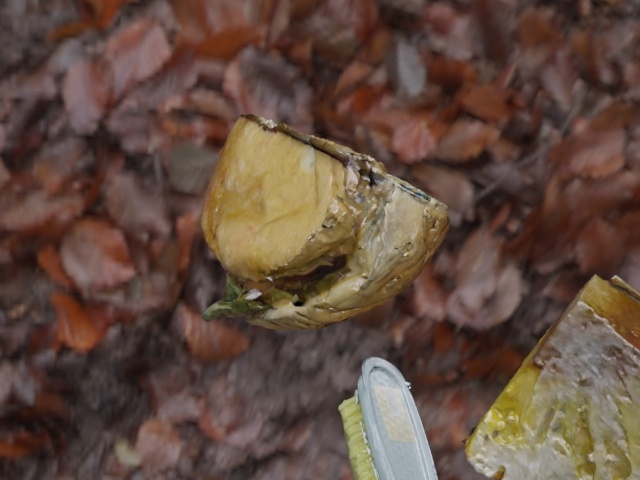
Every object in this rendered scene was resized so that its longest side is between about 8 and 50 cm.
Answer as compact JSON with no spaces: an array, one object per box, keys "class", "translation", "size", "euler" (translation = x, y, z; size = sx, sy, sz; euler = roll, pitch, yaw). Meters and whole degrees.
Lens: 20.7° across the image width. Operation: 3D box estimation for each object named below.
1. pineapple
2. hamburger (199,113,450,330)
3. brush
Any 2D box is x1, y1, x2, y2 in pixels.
[{"class":"pineapple","translation":[0.212,0.120,1.263],"size":[0.236,0.114,0.186],"euler":[-2,106,13]},{"class":"hamburger","translation":[-0.004,0.005,0.842],"size":[0.087,0.176,0.102],"euler":[22,91,-28]},{"class":"brush","translation":[0.067,0.231,1.371],"size":[0.068,0.060,0.297],"euler":[19,44,-45]}]
